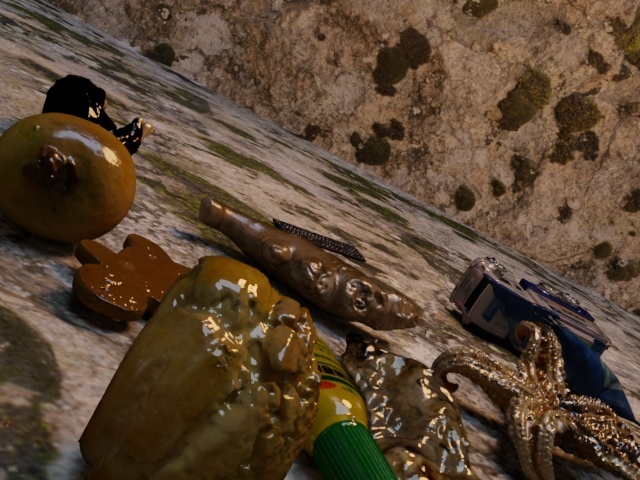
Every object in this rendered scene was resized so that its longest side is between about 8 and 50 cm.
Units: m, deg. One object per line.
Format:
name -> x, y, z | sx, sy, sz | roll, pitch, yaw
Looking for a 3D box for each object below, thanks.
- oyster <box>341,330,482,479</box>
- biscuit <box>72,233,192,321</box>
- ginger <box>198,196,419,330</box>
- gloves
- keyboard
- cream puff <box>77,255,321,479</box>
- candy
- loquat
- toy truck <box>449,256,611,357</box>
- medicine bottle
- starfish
oyster -> 0.081, 0.174, 0.757 | 0.129, 0.078, 0.345 | 15, 18, -17
biscuit -> -0.191, 0.044, 0.769 | 0.138, 0.031, 0.205 | 33, 11, 2
ginger -> -0.017, 0.044, 1.053 | 0.333, 0.080, 0.166 | 25, -4, 21
gloves -> -0.341, -0.178, 1.169 | 0.164, 0.124, 0.203 | 58, 2, 23
keyboard -> 0.000, 0.000, 1.409 | 0.198, 0.010, 0.063 | 19, 17, -35
cream puff -> -0.069, 0.106, 0.478 | 0.130, 0.189, 0.189 | 32, 12, -2
candy -> 0.379, 0.176, 1.178 | 0.331, 0.077, 0.187 | 43, -4, -31
loquat -> -0.274, -0.067, 0.798 | 0.163, 0.137, 0.163 | 40, 0, 0
toy truck -> 0.386, 0.145, 1.384 | 0.268, 0.124, 0.155 | 25, 17, -17
medicine bottle -> 0.008, 0.161, 0.648 | 0.095, 0.064, 0.260 | 22, 15, -27
starfish -> 0.302, 0.220, 0.948 | 0.303, 0.113, 0.312 | 19, 24, -26
